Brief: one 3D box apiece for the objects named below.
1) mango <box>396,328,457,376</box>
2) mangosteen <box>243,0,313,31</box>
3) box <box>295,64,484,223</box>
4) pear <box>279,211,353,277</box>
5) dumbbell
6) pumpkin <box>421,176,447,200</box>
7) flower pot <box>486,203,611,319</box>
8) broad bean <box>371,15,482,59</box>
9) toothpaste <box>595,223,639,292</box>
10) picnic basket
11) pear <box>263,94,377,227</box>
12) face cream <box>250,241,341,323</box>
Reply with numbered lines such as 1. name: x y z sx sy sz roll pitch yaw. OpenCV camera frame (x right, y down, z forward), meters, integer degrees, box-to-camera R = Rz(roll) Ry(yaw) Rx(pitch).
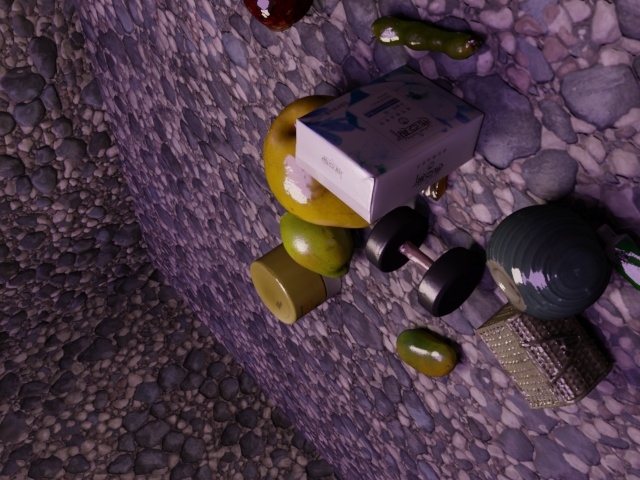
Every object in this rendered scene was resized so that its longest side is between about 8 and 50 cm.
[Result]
1. mango: 0.267 0.289 1.767 0.191 0.085 0.122 24 137 51
2. mangosteen: -0.077 -0.498 1.427 0.145 0.156 0.181 17 171 18
3. box: 0.121 -0.181 1.254 0.203 0.274 0.116 42 149 29
4. pear: 0.000 0.000 1.805 0.220 0.187 0.187 56 155 -1
5. dumbbell: 0.218 0.042 1.490 0.218 0.152 0.153 41 151 31
6. pumpkin: 0.216 -0.129 1.407 0.074 0.054 0.083 33 142 33
7. flower pot: 0.372 0.036 1.163 0.189 0.157 0.243 57 -179 -5
8. broad bean: 0.181 -0.351 1.213 0.256 0.052 0.052 29 105 45
9. toothpaste: 0.526 0.070 1.090 0.248 0.047 0.078 49 150 13
10. picnic basket: 0.425 0.198 1.319 0.196 0.134 0.154 56 159 3
11. pear: 0.030 -0.165 1.499 0.284 0.336 0.285 -1 87 28
12. face cream: -0.075 0.111 2.066 0.218 0.179 0.218 42 151 29
